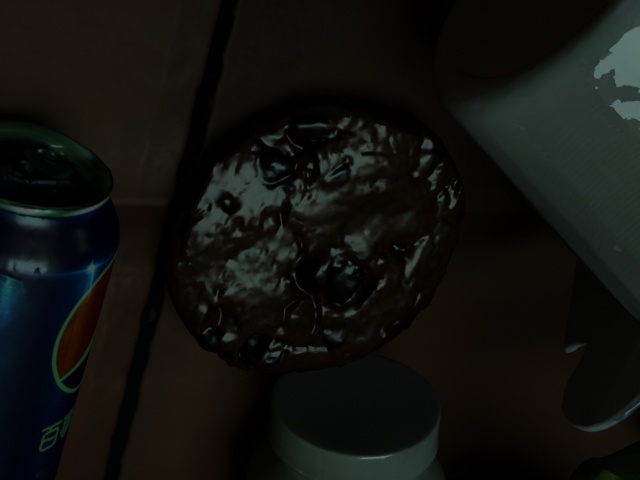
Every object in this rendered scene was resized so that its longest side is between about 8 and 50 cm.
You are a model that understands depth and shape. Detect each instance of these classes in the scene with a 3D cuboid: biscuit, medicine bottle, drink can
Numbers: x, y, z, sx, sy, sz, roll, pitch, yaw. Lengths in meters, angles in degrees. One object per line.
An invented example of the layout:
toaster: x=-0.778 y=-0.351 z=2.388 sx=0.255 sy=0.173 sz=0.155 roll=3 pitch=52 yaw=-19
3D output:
biscuit: x=0.000 y=0.000 z=1.060 sx=0.192 sy=0.049 sz=0.192 roll=-13 pitch=124 yaw=-21
medicine bottle: x=0.012 y=0.202 z=1.154 sx=0.131 sy=0.131 sz=0.250 roll=-9 pitch=127 yaw=-22
drink can: x=-0.179 y=0.044 z=0.951 sx=0.118 sy=0.118 sz=0.205 roll=1 pitch=122 yaw=-28

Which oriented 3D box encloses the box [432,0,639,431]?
box: x=0.173 y=-0.065 z=0.992 sx=0.206 sy=0.262 sz=0.291 roll=43 pitch=89 yaw=-24

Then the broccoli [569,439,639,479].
broccoli: x=0.357 y=0.152 z=1.094 sx=0.353 sy=0.275 sz=0.397 roll=-29 pitch=157 yaw=24
